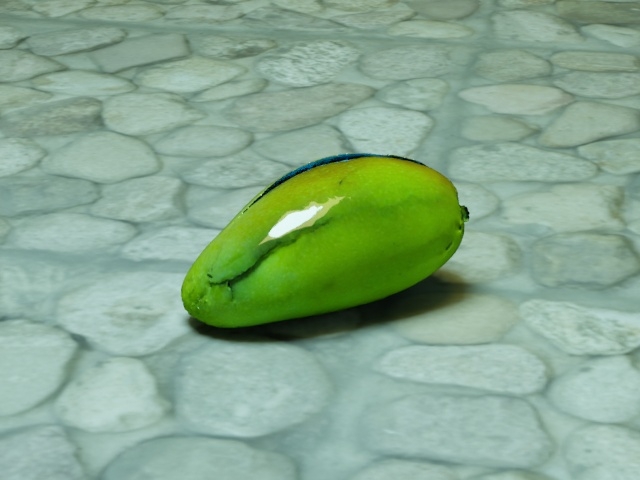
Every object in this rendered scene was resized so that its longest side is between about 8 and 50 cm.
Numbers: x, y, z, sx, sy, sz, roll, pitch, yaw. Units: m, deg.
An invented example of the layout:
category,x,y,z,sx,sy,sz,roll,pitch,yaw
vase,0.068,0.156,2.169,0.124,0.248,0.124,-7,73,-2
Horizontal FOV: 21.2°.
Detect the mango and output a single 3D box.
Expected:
category,x,y,z,sx,sy,sz,roll,pitch,yaw
mango,0.000,0.000,1.310,0.233,0.111,0.125,-20,16,-14
